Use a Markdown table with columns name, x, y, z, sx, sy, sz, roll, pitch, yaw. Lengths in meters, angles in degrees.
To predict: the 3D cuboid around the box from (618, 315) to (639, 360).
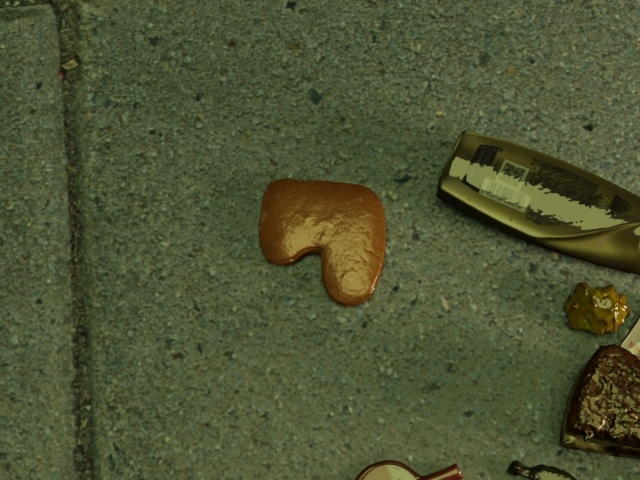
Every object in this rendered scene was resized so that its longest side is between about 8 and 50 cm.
| name | x | y | z | sx | sy | sz | roll | pitch | yaw |
| --- | --- | --- | --- | --- | --- | --- | --- | --- | --- |
| box | 0.449 | 0.133 | 1.321 | 0.051 | 0.036 | 0.117 | 34 | 78 | 16 |

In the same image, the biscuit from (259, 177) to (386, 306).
| name | x | y | z | sx | sy | sz | roll | pitch | yaw |
| --- | --- | --- | --- | --- | --- | --- | --- | --- | --- |
| biscuit | 0.000 | 0.000 | 1.410 | 0.192 | 0.036 | 0.186 | 5 | 73 | 8 |

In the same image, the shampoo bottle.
| name | x | y | z | sx | sy | sz | roll | pitch | yaw |
| --- | --- | --- | --- | --- | --- | --- | --- | --- | --- |
| shampoo bottle | 0.345 | -0.046 | 1.367 | 0.350 | 0.084 | 0.125 | 22 | 77 | 12 |

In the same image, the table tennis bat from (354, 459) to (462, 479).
| name | x | y | z | sx | sy | sz | roll | pitch | yaw |
| --- | --- | --- | --- | --- | --- | --- | --- | --- | --- |
| table tennis bat | 0.116 | 0.337 | 1.296 | 0.155 | 0.019 | 0.098 | -21 | 70 | 1 |

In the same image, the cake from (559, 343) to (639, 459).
| name | x | y | z | sx | sy | sz | roll | pitch | yaw |
| --- | --- | --- | --- | --- | --- | --- | --- | --- | --- |
| cake | 0.444 | 0.221 | 1.253 | 0.246 | 0.112 | 0.135 | 9 | 70 | 9 |

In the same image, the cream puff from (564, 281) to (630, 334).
| name | x | y | z | sx | sy | sz | roll | pitch | yaw |
| --- | --- | --- | --- | --- | --- | --- | --- | --- | --- |
| cream puff | 0.382 | 0.093 | 1.329 | 0.083 | 0.058 | 0.083 | -43 | 74 | -7 |

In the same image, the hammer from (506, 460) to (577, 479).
| name | x | y | z | sx | sy | sz | roll | pitch | yaw |
| --- | --- | --- | --- | --- | --- | --- | --- | --- | --- |
| hammer | 0.273 | 0.439 | 1.239 | 0.125 | 0.027 | 0.297 | 13 | 73 | 14 |
